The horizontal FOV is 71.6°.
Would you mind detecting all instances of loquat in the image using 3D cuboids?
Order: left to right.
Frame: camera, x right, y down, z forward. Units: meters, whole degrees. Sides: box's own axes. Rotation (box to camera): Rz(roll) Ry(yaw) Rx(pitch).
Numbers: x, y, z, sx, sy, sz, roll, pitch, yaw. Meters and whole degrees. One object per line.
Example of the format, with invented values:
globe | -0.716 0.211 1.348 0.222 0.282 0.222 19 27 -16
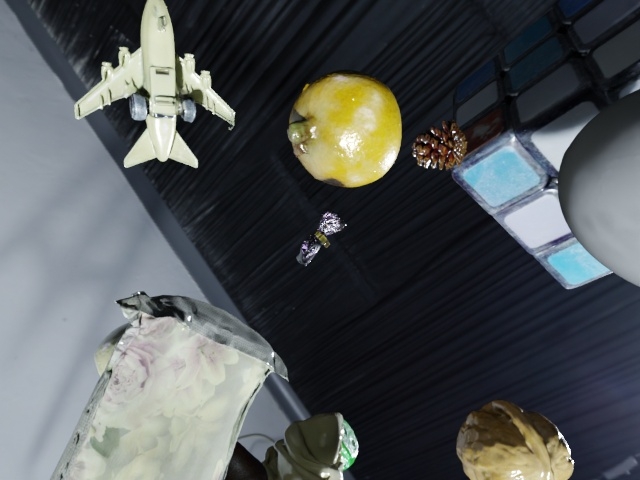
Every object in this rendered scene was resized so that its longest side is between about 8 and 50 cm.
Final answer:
loquat | 0.049 -0.307 1.237 0.360 0.328 0.328 -13 67 -40

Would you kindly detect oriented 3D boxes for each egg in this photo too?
egg | 0.300 -0.037 0.330 0.176 0.176 0.232 36 -2 -23

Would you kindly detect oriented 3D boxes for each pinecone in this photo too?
pinecone | 0.184 -0.145 0.689 0.077 0.084 0.077 -12 90 -69

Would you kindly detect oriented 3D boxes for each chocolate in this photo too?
chocolate | -0.001 -0.002 1.084 0.070 0.147 0.072 26 -11 35

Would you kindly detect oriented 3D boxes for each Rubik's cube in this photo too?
Rubik's cube | 0.469 -0.189 0.777 0.363 0.359 0.362 38 38 -22

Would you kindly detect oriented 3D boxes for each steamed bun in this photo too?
steamed bun | -0.067 0.620 1.158 0.220 0.324 0.309 14 22 -2

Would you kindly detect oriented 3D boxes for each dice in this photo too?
dice | 0.041 0.672 1.457 0.120 0.128 0.131 55 13 -12

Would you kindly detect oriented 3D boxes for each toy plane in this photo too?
toy plane | -0.251 -0.242 0.694 0.242 0.255 0.104 -4 29 -25

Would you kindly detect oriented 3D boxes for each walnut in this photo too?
walnut | 0.443 0.493 1.020 0.225 0.257 0.256 -9 55 -11

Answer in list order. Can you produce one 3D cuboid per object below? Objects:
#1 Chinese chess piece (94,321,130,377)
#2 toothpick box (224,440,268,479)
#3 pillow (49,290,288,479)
Chinese chess piece | -0.290 0.259 0.781 0.101 0.250 0.250 -32 81 -20
toothpick box | -0.164 0.409 0.575 0.192 0.192 0.294 7 80 -50
pillow | -0.127 0.167 0.318 0.169 0.059 0.254 39 66 -44
